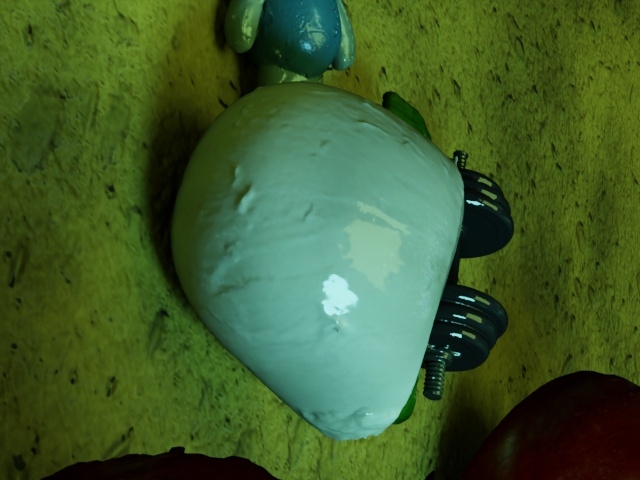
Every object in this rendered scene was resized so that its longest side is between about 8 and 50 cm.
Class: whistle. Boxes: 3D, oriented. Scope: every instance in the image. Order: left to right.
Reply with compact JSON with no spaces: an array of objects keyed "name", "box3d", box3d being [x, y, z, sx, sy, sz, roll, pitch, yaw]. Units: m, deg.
[{"name":"whistle","box3d":[-0.017,-0.163,1.124,0.114,0.077,0.236,6,82,-43]}]

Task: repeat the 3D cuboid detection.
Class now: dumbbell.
[{"name":"dumbbell","box3d":[0.096,0.023,1.271,0.099,0.099,0.209,47,44,-50]}]

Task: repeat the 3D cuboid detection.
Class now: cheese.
[{"name":"cheese","box3d":[0.000,0.000,1.018,0.189,0.154,0.198,32,60,-25]}]

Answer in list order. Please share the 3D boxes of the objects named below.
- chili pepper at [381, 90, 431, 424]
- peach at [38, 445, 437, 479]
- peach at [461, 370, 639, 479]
[{"name":"chili pepper","box3d":[0.039,0.011,1.173,0.099,0.083,0.253,113,-11,-57]},{"name":"peach","box3d":[-0.041,0.302,0.682,0.310,0.335,0.406,-63,141,-61]},{"name":"peach","box3d":[0.217,0.237,1.315,0.245,0.249,0.275,1,51,-36]}]
